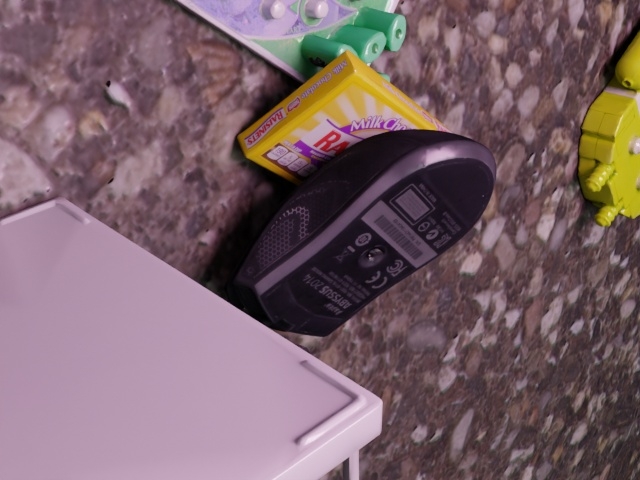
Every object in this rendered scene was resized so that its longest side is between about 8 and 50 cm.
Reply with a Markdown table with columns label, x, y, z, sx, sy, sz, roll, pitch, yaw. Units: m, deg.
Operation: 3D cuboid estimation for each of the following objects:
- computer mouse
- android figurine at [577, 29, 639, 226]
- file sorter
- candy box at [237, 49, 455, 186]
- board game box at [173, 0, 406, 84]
| label | x | y | z | sx | sy | sz | roll | pitch | yaw |
| --- | --- | --- | --- | --- | --- | --- | --- | --- | --- |
| computer mouse | 0.000 | 0.000 | 0.651 | 0.272 | 0.072 | 0.188 | -35 | 142 | 7 |
| android figurine | 0.384 | -0.137 | 1.029 | 0.273 | 0.056 | 0.248 | -50 | 137 | -20 |
| file sorter | -0.133 | 0.126 | 0.450 | 0.193 | 0.278 | 0.173 | -28 | 128 | -35 |
| candy box | 0.042 | -0.065 | 0.687 | 0.105 | 0.027 | 0.206 | -37 | 144 | 22 |
| board game box | -0.005 | -0.326 | 0.537 | 0.390 | 0.050 | 0.389 | 24 | 90 | -49 |
